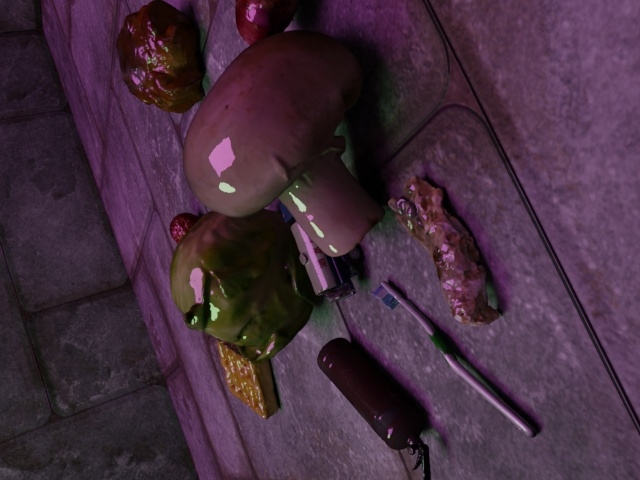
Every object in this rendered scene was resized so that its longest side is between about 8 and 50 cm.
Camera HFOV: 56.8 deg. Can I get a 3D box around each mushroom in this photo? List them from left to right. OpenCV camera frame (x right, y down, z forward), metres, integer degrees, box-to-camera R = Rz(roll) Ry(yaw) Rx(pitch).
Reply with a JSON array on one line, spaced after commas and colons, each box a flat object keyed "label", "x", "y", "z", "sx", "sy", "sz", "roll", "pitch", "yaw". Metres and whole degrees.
[{"label": "mushroom", "x": -0.027, "y": -0.125, "z": 0.819, "sx": 0.290, "sy": 0.293, "sz": 0.292, "roll": 39, "pitch": 157, "yaw": -15}]

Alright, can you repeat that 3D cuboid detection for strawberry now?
[{"label": "strawberry", "x": -0.353, "y": -0.028, "z": 1.602, "sx": 0.106, "sy": 0.106, "sz": 0.106, "roll": 39, "pitch": 138, "yaw": 47}]

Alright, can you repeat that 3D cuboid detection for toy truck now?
[{"label": "toy truck", "x": 0.000, "y": 0.000, "z": 0.955, "sx": 0.074, "sy": 0.088, "sz": 0.202, "roll": -38, "pitch": 71, "yaw": 63}]

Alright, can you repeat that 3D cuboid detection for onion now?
[{"label": "onion", "x": -0.100, "y": -0.357, "z": 0.845, "sx": 0.150, "sy": 0.140, "sz": 0.150, "roll": -161, "pitch": 90, "yaw": -87}]

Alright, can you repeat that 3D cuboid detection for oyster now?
[{"label": "oyster", "x": 0.144, "y": 0.005, "z": 0.720, "sx": 0.200, "sy": 0.061, "sz": 0.106, "roll": 48, "pitch": 143, "yaw": 40}]

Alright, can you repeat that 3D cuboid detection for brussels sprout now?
[{"label": "brussels sprout", "x": -0.134, "y": 0.072, "z": 1.068, "sx": 0.227, "sy": 0.259, "sz": 0.295, "roll": -8, "pitch": 74, "yaw": 55}]

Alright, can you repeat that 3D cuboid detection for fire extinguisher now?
[{"label": "fire extinguisher", "x": 0.092, "y": 0.266, "z": 0.953, "sx": 0.267, "sy": 0.072, "sz": 0.089, "roll": 40, "pitch": 132, "yaw": 47}]

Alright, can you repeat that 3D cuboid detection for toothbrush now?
[{"label": "toothbrush", "x": 0.170, "y": 0.148, "z": 0.793, "sx": 0.304, "sy": 0.030, "sz": 0.030, "roll": 43, "pitch": 141, "yaw": 41}]

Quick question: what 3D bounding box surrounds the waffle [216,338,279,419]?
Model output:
[{"label": "waffle", "x": -0.194, "y": 0.351, "z": 1.554, "sx": 0.274, "sy": 0.057, "sz": 0.168, "roll": 5, "pitch": 110, "yaw": 61}]

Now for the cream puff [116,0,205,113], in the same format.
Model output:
[{"label": "cream puff", "x": -0.365, "y": -0.405, "z": 1.332, "sx": 0.269, "sy": 0.154, "sz": 0.241, "roll": 21, "pitch": 124, "yaw": 55}]
